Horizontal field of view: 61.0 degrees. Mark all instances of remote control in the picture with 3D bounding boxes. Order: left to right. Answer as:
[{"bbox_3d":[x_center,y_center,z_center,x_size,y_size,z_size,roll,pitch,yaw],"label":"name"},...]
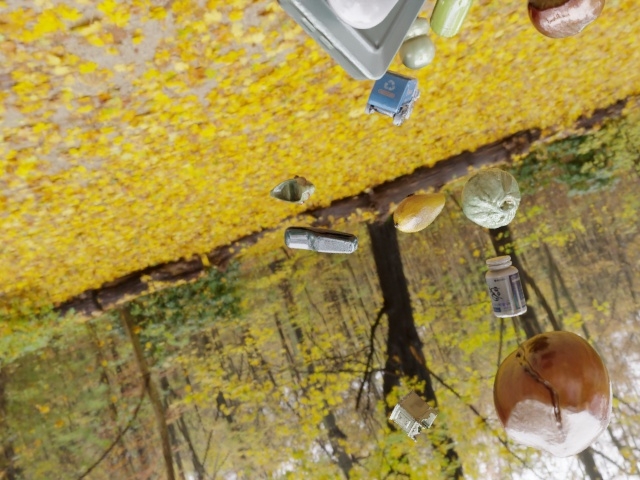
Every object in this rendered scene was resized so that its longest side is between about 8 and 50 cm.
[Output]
[{"bbox_3d":[0.000,0.000,1.600,0.221,0.072,0.042,6,-148,8],"label":"remote control"},{"bbox_3d":[0.128,-0.686,1.358,0.103,0.221,0.332,8,-120,57],"label":"remote control"}]

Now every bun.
[{"bbox_3d":[0.537,-0.130,1.686,0.195,0.196,0.118,-20,-157,-13],"label":"bun"}]

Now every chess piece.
[{"bbox_3d":[0.313,-0.781,1.950,0.182,0.331,0.182,-17,-175,2],"label":"chess piece"}]

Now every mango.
[{"bbox_3d":[0.266,-0.077,1.445,0.187,0.101,0.066,-23,-144,-29],"label":"mango"}]

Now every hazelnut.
[{"bbox_3d":[0.690,0.450,1.624,0.315,0.373,0.372,34,143,-27],"label":"hazelnut"},{"bbox_3d":[0.741,-0.728,1.651,0.210,0.186,0.210,-17,167,-4],"label":"hazelnut"}]

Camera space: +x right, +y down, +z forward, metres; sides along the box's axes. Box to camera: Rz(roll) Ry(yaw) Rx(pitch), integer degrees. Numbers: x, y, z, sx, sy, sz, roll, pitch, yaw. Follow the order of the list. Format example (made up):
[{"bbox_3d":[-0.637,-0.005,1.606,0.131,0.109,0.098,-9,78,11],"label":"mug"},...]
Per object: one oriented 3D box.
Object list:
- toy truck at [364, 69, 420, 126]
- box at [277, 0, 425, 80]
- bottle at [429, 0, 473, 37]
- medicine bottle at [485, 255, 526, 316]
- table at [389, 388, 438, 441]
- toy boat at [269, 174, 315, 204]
[{"bbox_3d":[0.278,-0.541,2.047,0.146,0.175,0.367,23,-158,9],"label":"toy truck"},{"bbox_3d":[0.106,-0.706,1.500,0.396,0.396,0.111,33,170,-34],"label":"box"},{"bbox_3d":[0.431,-0.771,1.725,0.112,0.112,0.260,-20,164,-11],"label":"bottle"},{"bbox_3d":[0.615,0.152,1.815,0.106,0.192,0.107,-14,-179,0],"label":"medicine bottle"},{"bbox_3d":[0.222,0.420,1.300,0.062,0.083,0.079,-31,149,-35],"label":"table"},{"bbox_3d":[-0.072,-0.145,1.575,0.071,0.089,0.185,-13,-173,-37],"label":"toy boat"}]
